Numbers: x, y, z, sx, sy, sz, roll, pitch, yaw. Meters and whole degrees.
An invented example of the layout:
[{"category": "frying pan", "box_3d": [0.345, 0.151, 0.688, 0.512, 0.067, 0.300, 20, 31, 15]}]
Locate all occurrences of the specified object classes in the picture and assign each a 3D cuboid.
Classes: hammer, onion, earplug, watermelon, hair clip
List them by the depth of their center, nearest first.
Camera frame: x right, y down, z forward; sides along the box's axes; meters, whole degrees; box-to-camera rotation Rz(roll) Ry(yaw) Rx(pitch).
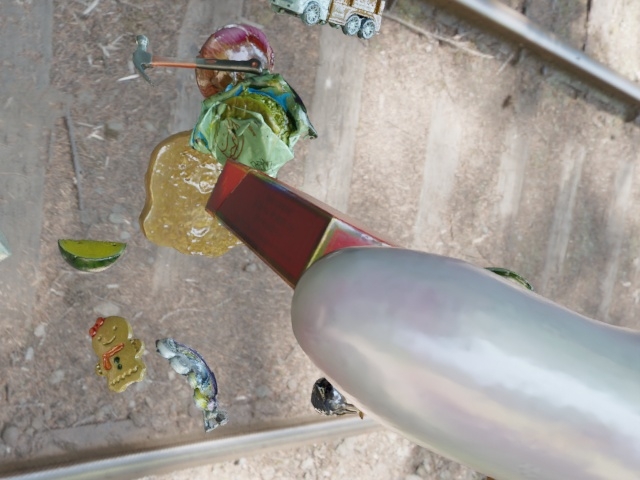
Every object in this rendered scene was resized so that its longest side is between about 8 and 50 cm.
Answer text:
[{"category": "earplug", "box_3d": [0.114, 0.093, 0.436, 0.301, 0.172, 0.173, 26, 83, -16]}, {"category": "hair clip", "box_3d": [-0.211, 0.236, 0.989, 0.049, 0.116, 0.172, -31, 77, -2]}, {"category": "hammer", "box_3d": [-0.272, -0.394, 1.313, 0.287, 0.033, 0.111, 2, 76, -1]}, {"category": "onion", "box_3d": [-0.206, -0.442, 1.536, 0.229, 0.163, 0.230, -24, 129, -34]}, {"category": "watermelon", "box_3d": [-0.626, 0.037, 1.616, 0.181, 0.075, 0.092, 6, 76, -21]}]

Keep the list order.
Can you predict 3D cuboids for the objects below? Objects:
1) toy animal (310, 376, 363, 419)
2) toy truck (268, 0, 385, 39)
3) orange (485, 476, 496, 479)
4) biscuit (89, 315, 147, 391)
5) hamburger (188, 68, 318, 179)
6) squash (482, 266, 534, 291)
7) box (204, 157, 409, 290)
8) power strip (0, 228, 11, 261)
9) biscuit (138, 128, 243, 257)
[{"category": "toy animal", "box_3d": [0.052, 0.495, 1.861, 0.298, 0.185, 0.122, 52, 46, -54]}, {"category": "toy truck", "box_3d": [0.018, -0.361, 0.840, 0.177, 0.080, 0.115, -9, 124, -46]}, {"category": "orange", "box_3d": [0.278, 0.351, 0.702, 0.193, 0.193, 0.161, -27, 141, -31]}, {"category": "biscuit", "box_3d": [-0.572, 0.306, 1.653, 0.165, 0.226, 0.036, -30, 159, 10]}, {"category": "hamburger", "box_3d": [-0.166, -0.255, 1.371, 0.260, 0.276, 0.150, 42, 29, -3]}, {"category": "squash", "box_3d": [0.427, 0.232, 1.484, 0.384, 0.262, 0.263, -38, 130, -69]}, {"category": "box", "box_3d": [0.000, 0.000, 0.728, 0.197, 0.313, 0.089, 23, 95, -32]}, {"category": "power strip", "box_3d": [-0.793, -0.079, 1.192, 0.161, 0.357, 0.358, -33, 119, -19]}, {"category": "biscuit", "box_3d": [-0.307, -0.134, 1.648, 0.385, 0.062, 0.365, 6, 103, -38]}]
